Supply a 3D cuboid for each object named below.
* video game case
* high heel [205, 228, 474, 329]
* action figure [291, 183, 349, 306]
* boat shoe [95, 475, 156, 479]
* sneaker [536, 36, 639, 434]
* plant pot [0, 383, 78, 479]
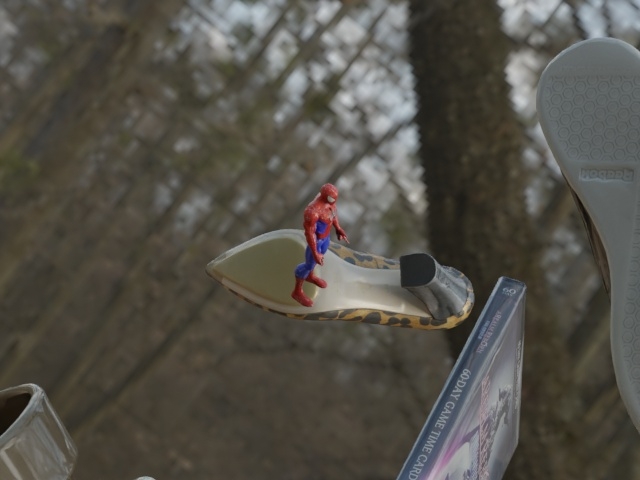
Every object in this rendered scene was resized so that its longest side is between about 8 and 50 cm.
[{"bbox_3d":[0.085,0.186,1.407,0.026,0.274,0.196,18,-38,18],"label":"video game case"},{"bbox_3d":[0.025,0.054,2.087,0.261,0.093,0.186,2,-14,20],"label":"high heel"},{"bbox_3d":[0.000,0.000,1.482,0.030,0.038,0.115,28,-41,19],"label":"action figure"},{"bbox_3d":[-0.233,0.255,1.032,0.156,0.500,0.187,47,-48,-1],"label":"boat shoe"},{"bbox_3d":[0.222,0.030,1.170,0.147,0.104,0.295,31,38,-61],"label":"sneaker"},{"bbox_3d":[-0.273,0.310,1.518,0.280,0.323,0.323,57,-14,-9],"label":"plant pot"}]
